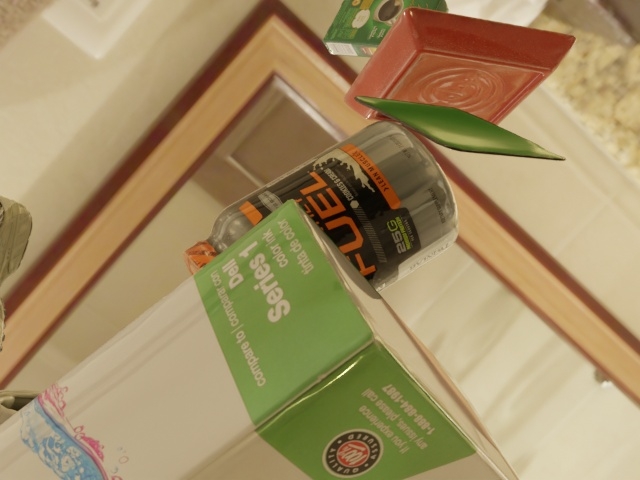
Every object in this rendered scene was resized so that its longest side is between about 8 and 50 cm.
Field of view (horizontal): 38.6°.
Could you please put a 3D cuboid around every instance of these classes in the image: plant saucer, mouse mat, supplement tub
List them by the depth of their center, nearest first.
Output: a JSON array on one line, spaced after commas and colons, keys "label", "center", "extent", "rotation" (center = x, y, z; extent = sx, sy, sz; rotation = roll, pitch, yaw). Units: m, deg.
[{"label": "mouse mat", "center": [0.139, -0.115, 0.932], "extent": [0.152, 0.007, 0.189], "rotation": [2, -157, -31]}, {"label": "supplement tub", "center": [0.000, 0.000, 1.151], "extent": [0.194, 0.316, 0.193], "rotation": [53, 165, 20]}, {"label": "plant saucer", "center": [0.194, -0.227, 1.317], "extent": [0.259, 0.048, 0.258], "rotation": [5, 159, -17]}]

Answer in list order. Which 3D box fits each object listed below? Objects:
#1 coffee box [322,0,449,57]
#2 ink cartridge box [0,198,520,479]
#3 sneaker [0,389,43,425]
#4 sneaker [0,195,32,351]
[{"label": "coffee box", "center": [0.105, -0.348, 1.482], "extent": [0.184, 0.113, 0.040], "rotation": [11, 155, 34]}, {"label": "ink cartridge box", "center": [-0.055, 0.146, 0.475], "extent": [0.201, 0.278, 0.117], "rotation": [48, -173, -41]}, {"label": "sneaker", "center": [-0.558, 0.318, 1.455], "extent": [0.292, 0.169, 0.108], "rotation": [-9, -138, -45]}, {"label": "sneaker", "center": [-0.462, 0.067, 1.134], "extent": [0.122, 0.110, 0.283], "rotation": [29, -120, -47]}]
